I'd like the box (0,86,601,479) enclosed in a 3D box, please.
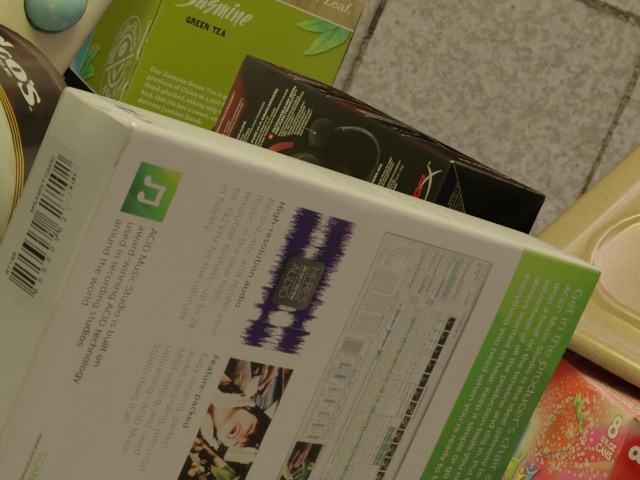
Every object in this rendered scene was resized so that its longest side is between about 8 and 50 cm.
[{"bbox_3d":[-0.023,0.080,0.732,0.322,0.232,0.058,16,11,-44],"label":"box"}]

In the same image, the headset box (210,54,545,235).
[{"bbox_3d":[0.000,0.000,1.221,0.110,0.218,0.293,17,10,-42],"label":"headset box"}]

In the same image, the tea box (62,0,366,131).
[{"bbox_3d":[-0.150,-0.183,1.787,0.220,0.324,0.329,20,8,-24],"label":"tea box"}]

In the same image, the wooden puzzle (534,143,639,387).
[{"bbox_3d":[0.330,0.023,1.060,0.348,0.322,0.080,27,-35,40],"label":"wooden puzzle"}]

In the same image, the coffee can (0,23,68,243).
[{"bbox_3d":[-0.275,-0.041,0.930,0.201,0.202,0.275,24,8,7],"label":"coffee can"}]

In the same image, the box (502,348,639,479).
[{"bbox_3d":[0.181,0.153,1.121,0.142,0.154,0.300,20,9,-21],"label":"box"}]

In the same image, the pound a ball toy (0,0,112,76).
[{"bbox_3d":[-0.303,-0.129,1.184,0.135,0.319,0.208,30,-5,38],"label":"pound a ball toy"}]
